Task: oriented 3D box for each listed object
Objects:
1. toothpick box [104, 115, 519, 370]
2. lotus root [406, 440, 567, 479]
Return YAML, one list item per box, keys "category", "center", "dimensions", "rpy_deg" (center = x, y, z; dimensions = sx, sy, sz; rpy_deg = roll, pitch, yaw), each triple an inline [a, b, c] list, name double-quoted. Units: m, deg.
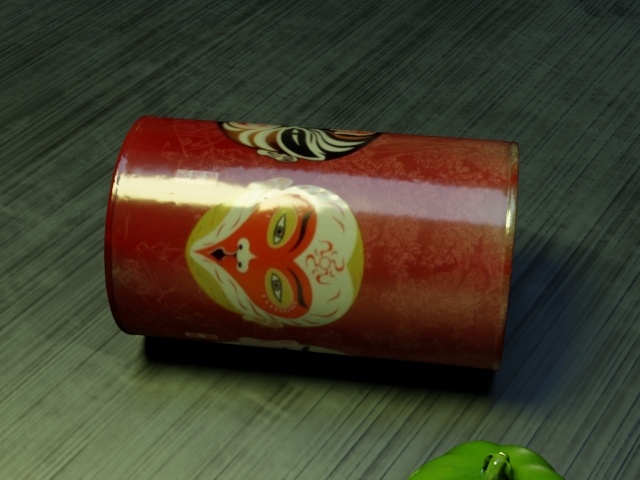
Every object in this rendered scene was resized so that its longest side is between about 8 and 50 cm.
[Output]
- category: "toothpick box"
  center: [0.000, 0.000, 0.979]
  dimensions: [0.333, 0.204, 0.204]
  rpy_deg: [6, 40, 8]
- category: "lotus root"
  center: [0.118, 0.203, 0.760]
  dimensions: [0.186, 0.186, 0.186]
  rpy_deg: [-1, 40, 1]
